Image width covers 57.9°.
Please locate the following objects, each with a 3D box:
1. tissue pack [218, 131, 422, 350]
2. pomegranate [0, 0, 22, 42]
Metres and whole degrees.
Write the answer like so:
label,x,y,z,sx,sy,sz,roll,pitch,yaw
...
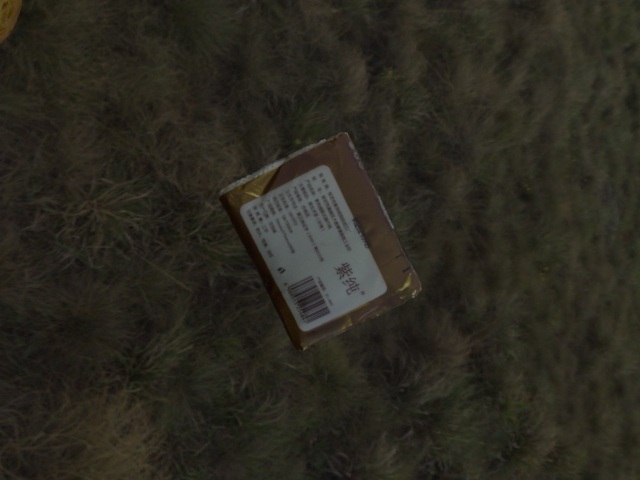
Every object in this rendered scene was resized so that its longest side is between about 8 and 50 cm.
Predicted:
label,x,y,z,sx,sy,sz,roll,pitch,yaw
tissue pack,0.000,0.000,0.731,0.226,0.183,0.092,64,2,-4
pomegranate,-0.726,-0.482,1.025,0.342,0.342,0.343,7,80,-50
